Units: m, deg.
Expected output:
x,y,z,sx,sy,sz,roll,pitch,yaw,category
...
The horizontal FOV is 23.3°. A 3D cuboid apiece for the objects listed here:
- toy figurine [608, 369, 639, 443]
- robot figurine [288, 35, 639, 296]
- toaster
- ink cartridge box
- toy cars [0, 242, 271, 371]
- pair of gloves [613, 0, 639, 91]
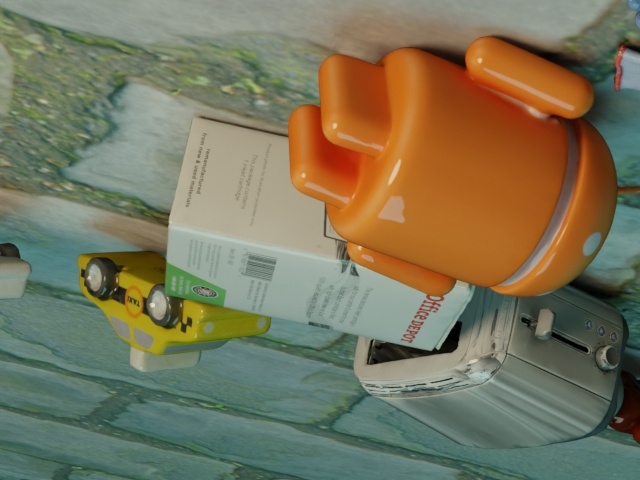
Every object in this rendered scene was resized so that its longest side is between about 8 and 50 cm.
x,y,z,sx,sy,sz,roll,pitch,yaw,category
0.201,0.208,1.431,0.210,0.213,0.148,2,170,34,toy figurine
0.090,-0.041,0.957,0.219,0.158,0.128,19,180,-20,robot figurine
0.131,0.093,1.288,0.146,0.129,0.227,29,155,-31,toaster
0.000,0.000,1.152,0.219,0.092,0.160,12,159,-3,ink cartridge box
-0.228,0.050,1.313,0.394,0.087,0.176,8,-170,7,toy cars
0.245,-0.104,0.863,0.159,0.023,0.198,9,158,6,pair of gloves
